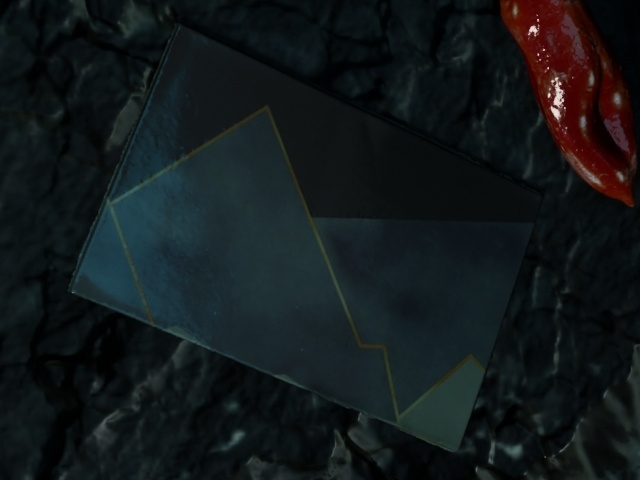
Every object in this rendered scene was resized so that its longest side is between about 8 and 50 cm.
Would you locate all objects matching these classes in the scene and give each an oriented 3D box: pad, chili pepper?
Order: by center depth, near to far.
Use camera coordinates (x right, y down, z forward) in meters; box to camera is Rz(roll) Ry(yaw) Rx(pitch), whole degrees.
[{"bbox_3d":[0.000,0.000,0.847,0.243,0.004,0.164,24,77,-18],"label":"pad"},{"bbox_3d":[0.144,-0.102,0.888,0.059,0.050,0.191,-38,107,-37],"label":"chili pepper"}]
